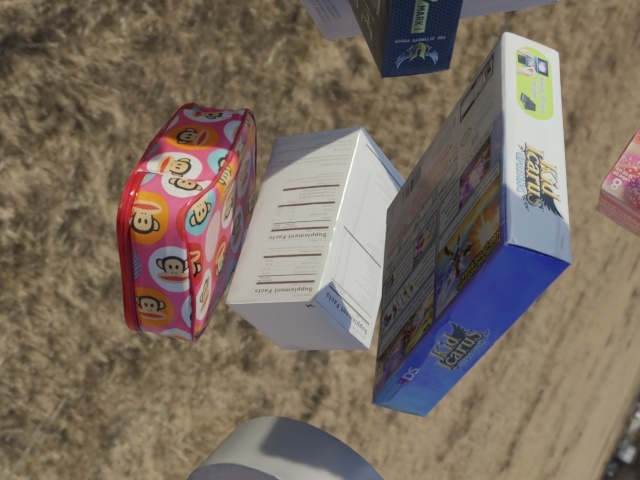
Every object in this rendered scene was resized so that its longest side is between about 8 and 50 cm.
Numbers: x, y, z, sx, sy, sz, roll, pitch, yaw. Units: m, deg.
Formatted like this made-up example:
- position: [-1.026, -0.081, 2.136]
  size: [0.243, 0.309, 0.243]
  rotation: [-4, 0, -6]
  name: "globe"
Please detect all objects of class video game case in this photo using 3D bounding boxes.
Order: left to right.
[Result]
- position: [0.130, -0.008, 0.896]
  size: [0.269, 0.061, 0.244]
  rotation: [121, -17, -49]
  name: "video game case"

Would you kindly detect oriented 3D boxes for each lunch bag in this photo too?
- position: [-0.161, -0.015, 1.280]
  size: [0.293, 0.120, 0.258]
  rotation: [-69, 164, -54]
  name: "lunch bag"

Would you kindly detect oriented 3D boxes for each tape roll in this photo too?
- position: [-0.023, 0.273, 0.915]
  size: [0.072, 0.219, 0.219]
  rotation: [-40, 148, -46]
  name: "tape roll"

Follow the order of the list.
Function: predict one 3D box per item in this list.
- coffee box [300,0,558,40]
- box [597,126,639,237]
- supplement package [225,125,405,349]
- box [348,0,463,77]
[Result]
- position: [0.121, -0.496, 1.207]
  size: [0.337, 0.338, 0.334]
  rotation: [53, 51, -36]
  name: "coffee box"
- position: [0.494, -0.027, 1.171]
  size: [0.142, 0.300, 0.154]
  rotation: [-56, 164, 0]
  name: "box"
- position: [0.000, 0.000, 1.233]
  size: [0.139, 0.134, 0.244]
  rotation: [46, 50, -45]
  name: "supplement package"
- position: [0.046, -0.262, 0.715]
  size: [0.183, 0.059, 0.232]
  rotation: [95, -18, -49]
  name: "box"
